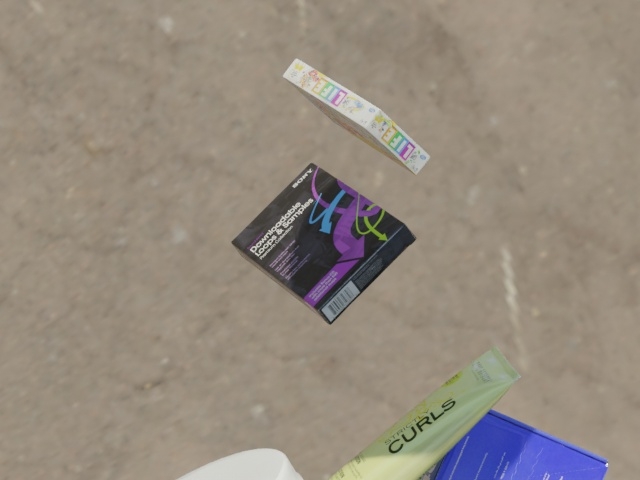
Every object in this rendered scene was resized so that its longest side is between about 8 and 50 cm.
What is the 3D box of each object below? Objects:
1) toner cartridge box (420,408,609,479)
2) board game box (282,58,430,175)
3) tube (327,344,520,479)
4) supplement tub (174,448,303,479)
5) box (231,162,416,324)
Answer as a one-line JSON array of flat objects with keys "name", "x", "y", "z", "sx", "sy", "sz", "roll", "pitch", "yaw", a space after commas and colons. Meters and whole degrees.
[{"name": "toner cartridge box", "x": 0.145, "y": 0.347, "z": 1.800, "sx": 0.165, "sy": 0.075, "sz": 0.348, "roll": 24, "pitch": 88, "yaw": -7}, {"name": "board game box", "x": 0.038, "y": -0.133, "z": 1.901, "sx": 0.026, "sy": 0.154, "sz": 0.103, "roll": -52, "pitch": 134, "yaw": -1}, {"name": "tube", "x": 0.088, "y": 0.192, "z": 1.684, "sx": 0.070, "sy": 0.240, "sz": 0.062, "roll": 51, "pitch": 5, "yaw": 31}, {"name": "supplement tub", "x": -0.033, "y": 0.308, "z": 1.277, "sx": 0.191, "sy": 0.191, "sz": 0.272, "roll": -40, "pitch": 106, "yaw": -43}, {"name": "box", "x": 0.000, "y": 0.000, "z": 1.681, "sx": 0.116, "sy": 0.162, "sz": 0.029, "roll": -45, "pitch": 130, "yaw": -9}]
